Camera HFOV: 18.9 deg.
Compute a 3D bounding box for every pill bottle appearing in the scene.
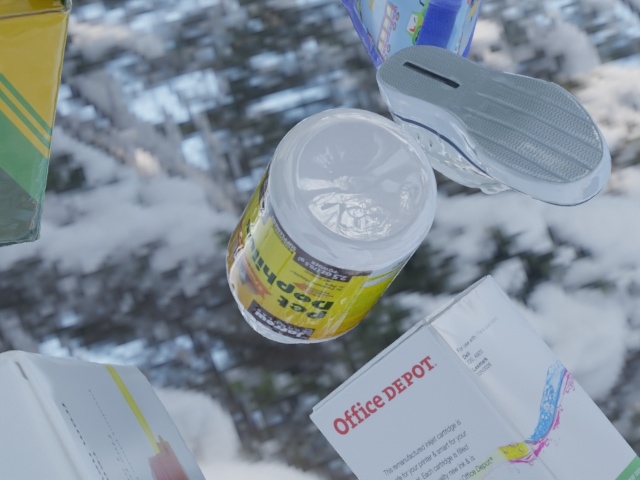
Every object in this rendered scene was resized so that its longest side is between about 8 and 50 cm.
[{"bbox_3d":[0.000,0.000,1.364,0.117,0.117,0.215,63,-22,14],"label":"pill bottle"}]

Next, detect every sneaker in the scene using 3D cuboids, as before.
[{"bbox_3d":[0.147,-0.081,1.550,0.258,0.094,0.091,38,-20,49],"label":"sneaker"}]

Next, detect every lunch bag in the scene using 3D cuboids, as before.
[{"bbox_3d":[0.105,-0.263,1.733,0.293,0.138,0.221,-84,-169,-67],"label":"lunch bag"}]

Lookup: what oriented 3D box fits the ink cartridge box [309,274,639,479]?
[{"bbox_3d":[0.154,0.200,1.755,0.278,0.117,0.201,51,-45,3],"label":"ink cartridge box"}]

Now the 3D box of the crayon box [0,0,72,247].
[{"bbox_3d":[-0.224,-0.155,1.200,0.318,0.081,0.202,111,-35,-57],"label":"crayon box"}]

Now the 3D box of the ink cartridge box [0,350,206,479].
[{"bbox_3d":[-0.184,0.178,0.825,0.160,0.279,0.384,62,-1,5],"label":"ink cartridge box"}]
